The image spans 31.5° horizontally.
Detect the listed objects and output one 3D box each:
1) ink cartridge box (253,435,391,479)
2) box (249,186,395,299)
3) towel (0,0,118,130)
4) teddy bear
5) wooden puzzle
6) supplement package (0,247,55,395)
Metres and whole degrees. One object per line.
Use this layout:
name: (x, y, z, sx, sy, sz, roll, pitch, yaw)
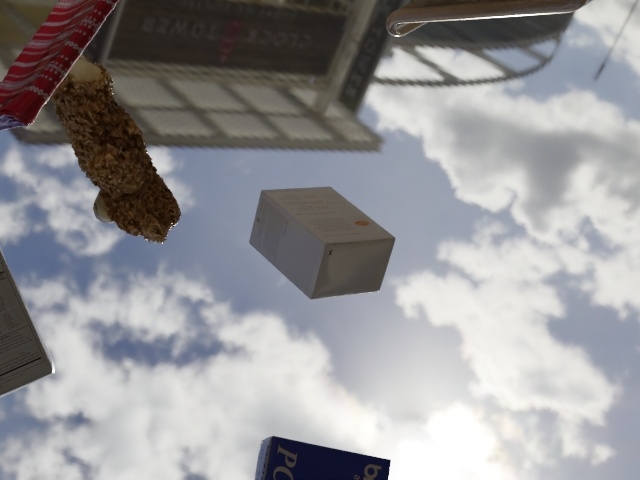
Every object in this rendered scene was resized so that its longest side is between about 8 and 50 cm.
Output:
ink cartridge box: (-0.013, 0.257, 0.840, 0.097, 0.046, 0.207, 13, -109, -12)
box: (0.000, 0.000, 1.634, 0.130, 0.091, 0.170, -4, -149, -36)
towel: (-0.275, -0.229, 1.220, 0.031, 0.274, 0.199, 39, 163, -26)
teddy bear: (-0.323, -0.139, 1.650, 0.113, 0.338, 0.245, -34, -128, -14)
wooden puzzle: (0.276, -0.342, 1.295, 0.322, 0.080, 0.348, -34, -160, -27)
supplement package: (-0.375, 0.071, 1.140, 0.149, 0.203, 0.194, -24, 179, -15)
